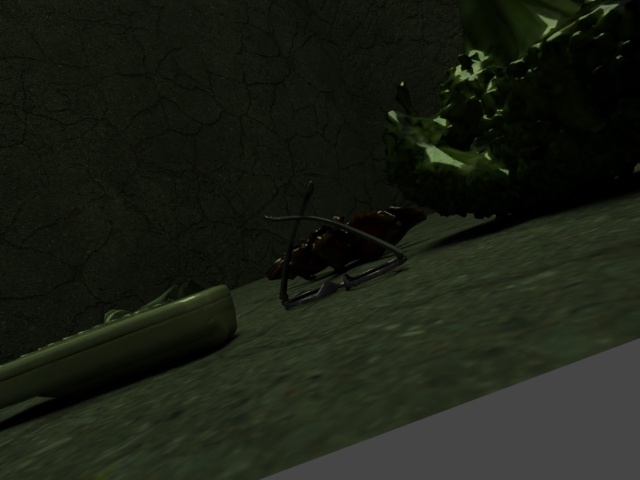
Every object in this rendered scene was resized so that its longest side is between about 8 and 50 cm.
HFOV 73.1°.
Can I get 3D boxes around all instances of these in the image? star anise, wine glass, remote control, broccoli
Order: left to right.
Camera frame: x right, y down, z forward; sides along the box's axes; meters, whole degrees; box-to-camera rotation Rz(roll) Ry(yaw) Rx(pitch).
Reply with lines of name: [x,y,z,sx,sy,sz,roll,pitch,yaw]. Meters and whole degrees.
remote control: [-0.183,0.096,0.361,0.230,0.049,0.090,-20,0,6]
wine glass: [-0.236,0.112,0.619,0.155,0.072,0.072,-22,-1,24]
star anise: [0.034,0.003,0.699,0.288,0.088,0.288,-23,0,0]
broccoli: [0.250,-0.172,0.452,0.277,0.318,0.338,-14,21,-33]

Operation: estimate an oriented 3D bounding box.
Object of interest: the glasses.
glasses: [0.000,0.000,0.418,0.139,0.104,0.062,-25,-1,25]
